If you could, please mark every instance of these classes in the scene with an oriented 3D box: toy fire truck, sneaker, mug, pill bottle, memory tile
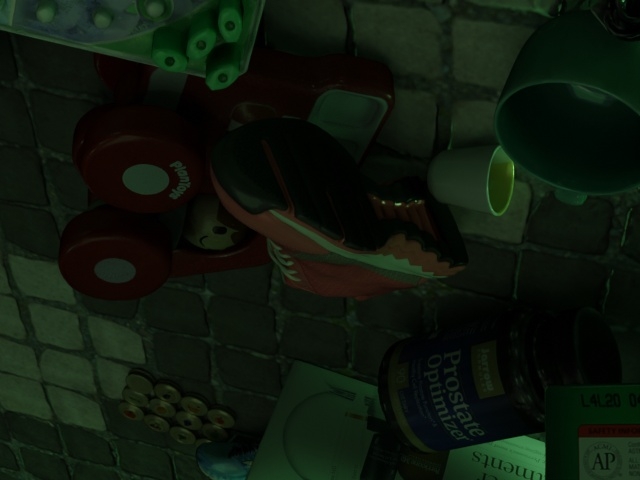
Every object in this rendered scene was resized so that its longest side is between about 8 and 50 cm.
[{"bbox_3d":[-0.093,-0.061,1.042,0.254,0.169,0.302,10,139,-15],"label":"toy fire truck"},{"bbox_3d":[-0.075,0.260,1.424,0.162,0.063,0.073,2,123,8],"label":"sneaker"},{"bbox_3d":[0.203,-0.108,0.893,0.129,0.097,0.158,33,151,-12],"label":"mug"},{"bbox_3d":[0.176,0.134,1.134,0.219,0.123,0.123,-20,123,37],"label":"pill bottle"},{"bbox_3d":[0.131,-0.049,1.018,0.064,0.062,0.078,5,129,29],"label":"mug"},{"bbox_3d":[0.000,0.001,0.976,0.136,0.116,0.314,-33,149,26],"label":"sneaker"},{"bbox_3d":[-0.182,0.219,1.454,0.148,0.012,0.113,25,137,-1],"label":"memory tile"}]

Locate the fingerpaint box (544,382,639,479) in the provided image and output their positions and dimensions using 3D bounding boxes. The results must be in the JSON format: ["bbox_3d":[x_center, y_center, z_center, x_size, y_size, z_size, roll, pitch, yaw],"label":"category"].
[{"bbox_3d":[0.450,0.205,0.939,0.445,0.163,0.371,-5,164,28],"label":"fingerpaint box"}]

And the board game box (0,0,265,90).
[{"bbox_3d":[-0.195,-0.310,0.757,0.390,0.050,0.390,12,122,-10],"label":"board game box"}]

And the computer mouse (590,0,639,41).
[{"bbox_3d":[0.193,-0.275,0.748,0.188,0.072,0.272,-39,118,23],"label":"computer mouse"}]

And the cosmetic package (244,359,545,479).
[{"bbox_3d":[0.101,0.311,1.225,0.377,0.284,0.097,17,137,5],"label":"cosmetic package"}]
